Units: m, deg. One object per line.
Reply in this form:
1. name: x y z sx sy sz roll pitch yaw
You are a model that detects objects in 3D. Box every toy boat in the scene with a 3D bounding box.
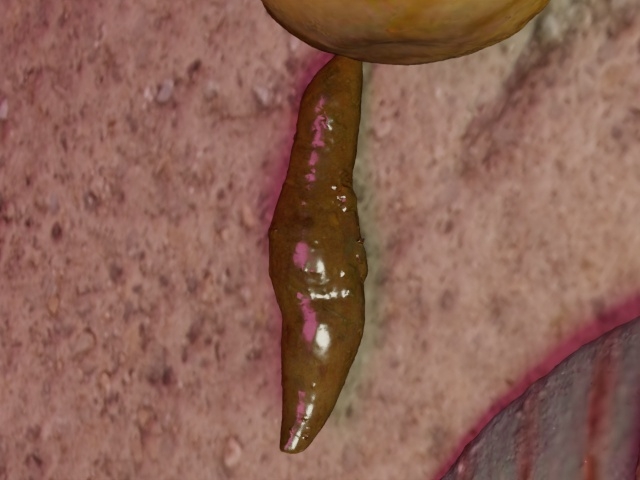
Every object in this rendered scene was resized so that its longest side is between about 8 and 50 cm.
1. toy boat: 0.146 0.151 0.859 0.282 0.096 0.206 -15 77 51

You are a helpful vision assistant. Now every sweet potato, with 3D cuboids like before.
1. sweet potato: 0.000 0.000 0.967 0.067 0.067 0.274 6 91 38

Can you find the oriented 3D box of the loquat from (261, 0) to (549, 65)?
1. loquat: 0.050 -0.208 0.835 0.238 0.193 0.238 3 100 16
